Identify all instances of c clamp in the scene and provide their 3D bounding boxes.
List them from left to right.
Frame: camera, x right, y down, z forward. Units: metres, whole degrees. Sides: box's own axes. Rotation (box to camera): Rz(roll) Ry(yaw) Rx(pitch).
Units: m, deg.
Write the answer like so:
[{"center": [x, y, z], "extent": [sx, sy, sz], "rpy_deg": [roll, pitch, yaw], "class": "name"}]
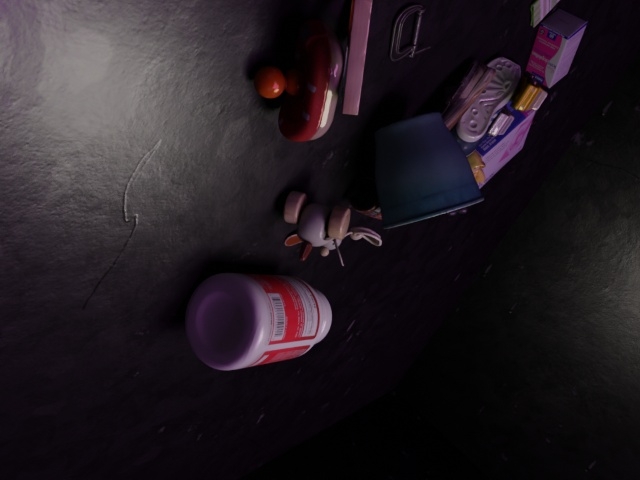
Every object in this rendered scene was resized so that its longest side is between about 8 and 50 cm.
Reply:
[{"center": [0.212, -0.489, 1.365], "extent": [0.137, 0.022, 0.160], "rpy_deg": [-35, 153, -17], "class": "c clamp"}]

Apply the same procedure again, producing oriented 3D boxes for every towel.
[{"center": [0.704, -0.751, 1.801], "extent": [0.152, 0.023, 0.113], "rpy_deg": [-47, 153, -1], "class": "towel"}]

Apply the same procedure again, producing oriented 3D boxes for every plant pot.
[{"center": [0.258, -0.189, 1.525], "extent": [0.272, 0.255, 0.271], "rpy_deg": [-17, -178, 1], "class": "plant pot"}]

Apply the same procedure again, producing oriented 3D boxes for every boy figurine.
[{"center": [0.546, -0.220, 2.168], "extent": [0.177, 0.092, 0.285], "rpy_deg": [-10, 145, -19], "class": "boy figurine"}]

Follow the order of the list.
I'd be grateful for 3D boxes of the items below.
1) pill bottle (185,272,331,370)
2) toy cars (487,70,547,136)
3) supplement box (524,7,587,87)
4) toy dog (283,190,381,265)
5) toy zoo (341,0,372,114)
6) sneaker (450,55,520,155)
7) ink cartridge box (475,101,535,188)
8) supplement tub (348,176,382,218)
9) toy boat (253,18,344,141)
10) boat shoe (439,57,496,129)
[{"center": [-0.137, 0.202, 1.511], "extent": [0.229, 0.229, 0.408], "rpy_deg": [-55, 154, 12], "class": "pill bottle"}, {"center": [0.632, -0.426, 1.885], "extent": [0.176, 0.087, 0.393], "rpy_deg": [-61, 180, -12], "class": "toy cars"}, {"center": [0.797, -0.651, 1.979], "extent": [0.114, 0.111, 0.220], "rpy_deg": [-40, 153, -19], "class": "supplement box"}, {"center": [0.000, 0.000, 1.514], "extent": [0.334, 0.220, 0.160], "rpy_deg": [35, 72, -56], "class": "toy dog"}, {"center": [0.065, -0.367, 1.088], "extent": [0.293, 0.030, 0.192], "rpy_deg": [-86, -178, -62], "class": "toy zoo"}, {"center": [0.499, -0.408, 1.858], "extent": [0.322, 0.130, 0.236], "rpy_deg": [-59, 176, -13], "class": "sneaker"}, {"center": [0.696, -0.383, 2.243], "extent": [0.324, 0.071, 0.330], "rpy_deg": [-41, 155, -17], "class": "ink cartridge box"}, {"center": [0.165, -0.118, 1.701], "extent": [0.106, 0.106, 0.198], "rpy_deg": [-55, 154, 12], "class": "supplement tub"}, {"center": [-0.051, -0.297, 1.099], "extent": [0.151, 0.151, 0.231], "rpy_deg": [-3, 136, -17], "class": "toy boat"}, {"center": [0.389, -0.407, 1.681], "extent": [0.285, 0.092, 0.103], "rpy_deg": [-49, 174, -6], "class": "boat shoe"}]
